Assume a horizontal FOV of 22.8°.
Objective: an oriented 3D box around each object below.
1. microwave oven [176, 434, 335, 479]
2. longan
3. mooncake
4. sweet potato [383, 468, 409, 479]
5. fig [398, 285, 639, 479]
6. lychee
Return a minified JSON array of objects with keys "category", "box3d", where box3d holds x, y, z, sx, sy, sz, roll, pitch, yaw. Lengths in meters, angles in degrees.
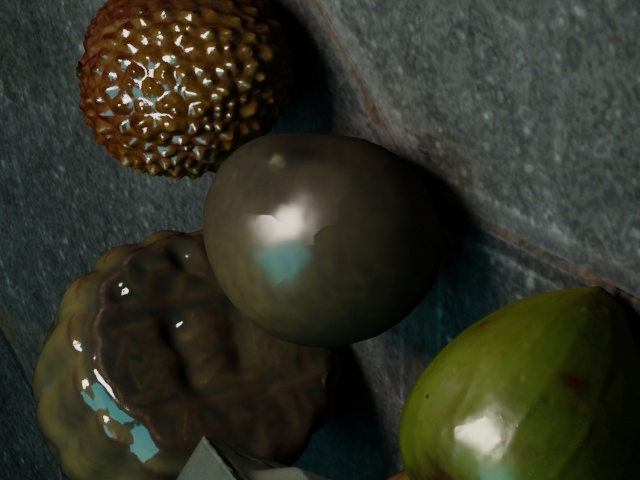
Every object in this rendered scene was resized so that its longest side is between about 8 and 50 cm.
[{"category":"microwave oven","box3d":[0.002,0.411,1.288,0.374,0.236,0.432,-59,37,9]},{"category":"longan","box3d":[0.000,0.000,1.352,0.212,0.198,0.198,7,123,15]},{"category":"mooncake","box3d":[-0.129,0.129,1.530,0.290,0.290,0.161,56,144,12]},{"category":"sweet potato","box3d":[0.067,0.269,1.555,0.075,0.075,0.273,58,142,10]},{"category":"fig","box3d":[0.176,0.144,1.210,0.203,0.225,0.203,34,166,9]},{"category":"lychee","box3d":[-0.130,-0.149,1.432,0.238,0.200,0.200,1,113,37]}]
